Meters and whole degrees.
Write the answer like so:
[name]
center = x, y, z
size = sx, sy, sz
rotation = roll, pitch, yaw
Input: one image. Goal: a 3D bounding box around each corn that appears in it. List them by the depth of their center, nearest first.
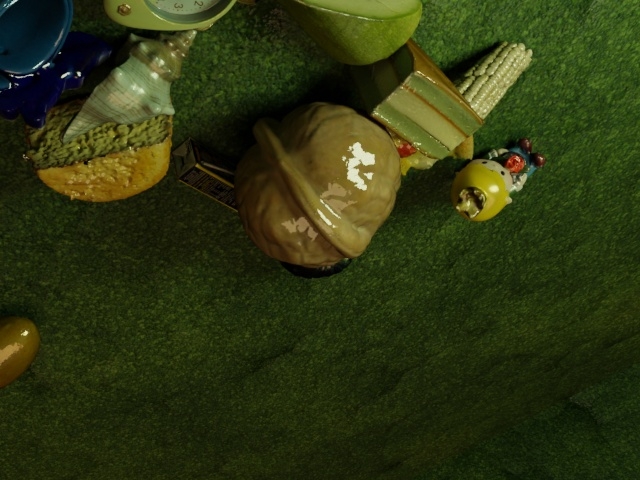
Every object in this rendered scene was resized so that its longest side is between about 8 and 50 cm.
[corn]
center = 0.279, -0.270, 1.253
size = 0.211, 0.087, 0.087
rotation = -48, 150, -22

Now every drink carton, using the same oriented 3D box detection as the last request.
[drink carton]
center = -0.183, -0.114, 1.288
size = 0.056, 0.071, 0.166
rotation = -34, 143, 23

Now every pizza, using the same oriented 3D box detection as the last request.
[pizza]
center = 0.149, -0.172, 1.362
size = 0.288, 0.075, 0.280
rotation = -38, 140, 21

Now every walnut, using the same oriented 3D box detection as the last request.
[walnut]
center = -0.007, -0.097, 1.217
size = 0.296, 0.285, 0.285
rotation = -39, 140, 13

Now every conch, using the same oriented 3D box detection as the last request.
[conch]
center = -0.261, -0.216, 1.032
size = 0.114, 0.234, 0.137
rotation = 36, 163, -10

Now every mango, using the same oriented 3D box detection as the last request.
[mango]
center = -0.690, 0.237, 1.460
size = 0.262, 0.130, 0.167
rotation = -23, 139, -5

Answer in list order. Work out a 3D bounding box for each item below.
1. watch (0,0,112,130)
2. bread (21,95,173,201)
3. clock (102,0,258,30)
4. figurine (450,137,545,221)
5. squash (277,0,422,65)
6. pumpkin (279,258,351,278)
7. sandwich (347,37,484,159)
[watch]
center = -0.391, -0.267, 0.910
size = 0.171, 0.196, 0.200
rotation = 28, 150, 1
[bread]
center = -0.331, -0.139, 1.126
size = 0.229, 0.143, 0.139
rotation = -13, 143, -6
[clock]
center = -0.174, -0.365, 0.971
size = 0.232, 0.069, 0.170
rotation = -1, 139, -25
[figurine]
center = 0.347, -0.121, 1.419
size = 0.185, 0.127, 0.234
rotation = -32, 169, 21
[squash]
center = 0.036, -0.346, 1.029
size = 0.169, 0.093, 0.252
rotation = -31, 155, 17
[pumpkin]
center = -0.005, -0.008, 1.452
size = 0.194, 0.150, 0.194
rotation = 4, 137, 4
[sandwich]
center = 0.158, -0.244, 1.192
size = 0.187, 0.144, 0.117
rotation = 28, 125, -34
